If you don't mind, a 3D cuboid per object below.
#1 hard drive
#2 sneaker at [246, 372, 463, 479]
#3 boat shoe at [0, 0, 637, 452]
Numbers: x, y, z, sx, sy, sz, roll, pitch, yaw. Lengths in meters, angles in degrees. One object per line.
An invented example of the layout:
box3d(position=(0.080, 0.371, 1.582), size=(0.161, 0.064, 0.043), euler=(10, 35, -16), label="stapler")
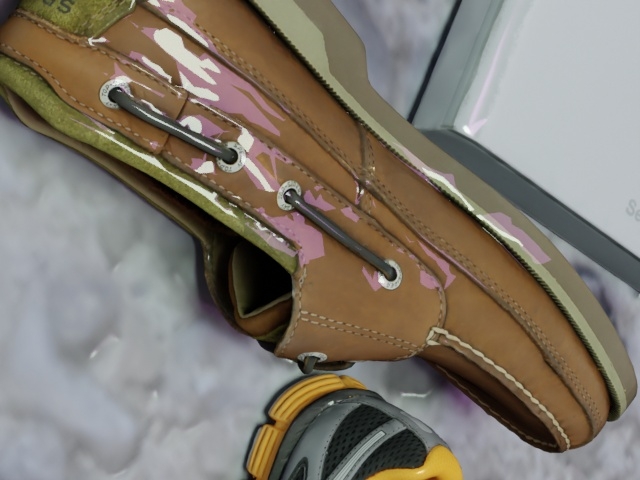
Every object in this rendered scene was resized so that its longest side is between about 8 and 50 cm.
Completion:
box3d(position=(0.174, -0.146, 0.760), size=(0.203, 0.040, 0.307), euler=(31, 76, -37), label="hard drive")
box3d(position=(-0.003, 0.163, 0.629), size=(0.084, 0.083, 0.215), euler=(14, 88, -40), label="sneaker")
box3d(position=(0.000, 0.000, 0.605), size=(0.307, 0.111, 0.104), euler=(44, 72, -23), label="boat shoe")
